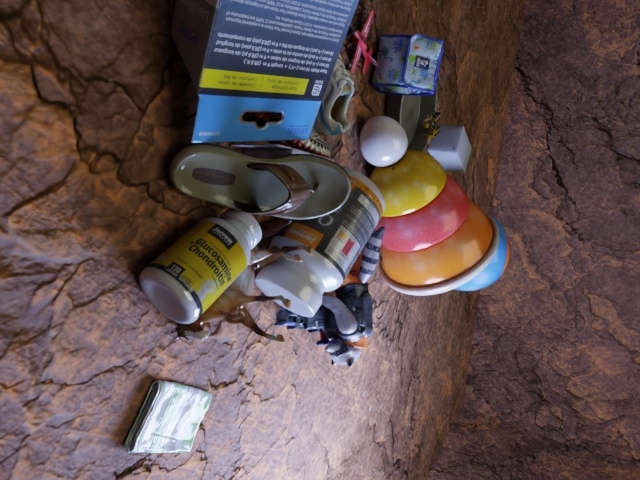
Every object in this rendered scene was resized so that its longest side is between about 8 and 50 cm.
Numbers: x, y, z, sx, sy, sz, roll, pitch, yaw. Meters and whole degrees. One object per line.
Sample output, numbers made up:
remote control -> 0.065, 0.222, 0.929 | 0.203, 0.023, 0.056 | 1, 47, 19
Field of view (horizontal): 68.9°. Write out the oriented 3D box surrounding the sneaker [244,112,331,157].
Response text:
sneaker -> -0.041, -0.212, 0.852 | 0.225, 0.088, 0.092 | 24, 79, -60

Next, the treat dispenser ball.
treat dispenser ball -> 0.508, 0.033, 1.628 | 0.288, 0.289, 0.287 | -31, 127, -52

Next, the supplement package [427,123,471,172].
supplement package -> 0.463, -0.326, 1.663 | 0.179, 0.105, 0.105 | 31, 74, -60

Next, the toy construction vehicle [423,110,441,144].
toy construction vehicle -> 0.328, -0.339, 1.394 | 0.098, 0.035, 0.085 | -52, 154, -33

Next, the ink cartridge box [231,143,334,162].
ink cartridge box -> -0.065, -0.127, 0.823 | 0.180, 0.104, 0.060 | -2, 98, -59

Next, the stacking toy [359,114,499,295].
stacking toy -> 0.238, -0.123, 1.240 | 0.350, 0.351, 0.479 | -54, 125, -35

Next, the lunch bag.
lunch bag -> 0.214, -0.424, 1.134 | 0.096, 0.151, 0.128 | -6, 107, -69

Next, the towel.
towel -> -0.242, 0.296, 0.771 | 0.152, 0.023, 0.113 | 47, 62, -56

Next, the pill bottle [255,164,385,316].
pill bottle -> 0.000, 0.000, 0.922 | 0.278, 0.162, 0.162 | -57, 146, -22

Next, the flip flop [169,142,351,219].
flip flop -> -0.081, -0.081, 0.700 | 0.277, 0.080, 0.112 | 8, 116, -25

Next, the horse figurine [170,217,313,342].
horse figurine -> -0.117, 0.062, 0.785 | 0.066, 0.175, 0.263 | 67, 33, -53

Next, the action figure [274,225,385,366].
action figure -> 0.048, 0.129, 1.063 | 0.341, 0.179, 0.329 | 0, 92, -63

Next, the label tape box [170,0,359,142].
label tape box -> -0.074, -0.313, 0.659 | 0.241, 0.106, 0.333 | -14, 138, -45

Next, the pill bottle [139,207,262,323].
pill bottle -> -0.171, 0.029, 0.705 | 0.184, 0.103, 0.103 | -50, 141, -39

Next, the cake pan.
cake pan -> 0.265, -0.378, 1.349 | 0.293, 0.054, 0.292 | -31, 127, -52

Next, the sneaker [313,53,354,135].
sneaker -> 0.018, -0.320, 0.906 | 0.087, 0.092, 0.228 | -29, 125, -51

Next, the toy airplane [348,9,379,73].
toy airplane -> 0.099, -0.439, 1.061 | 0.151, 0.028, 0.151 | -34, 131, -50
